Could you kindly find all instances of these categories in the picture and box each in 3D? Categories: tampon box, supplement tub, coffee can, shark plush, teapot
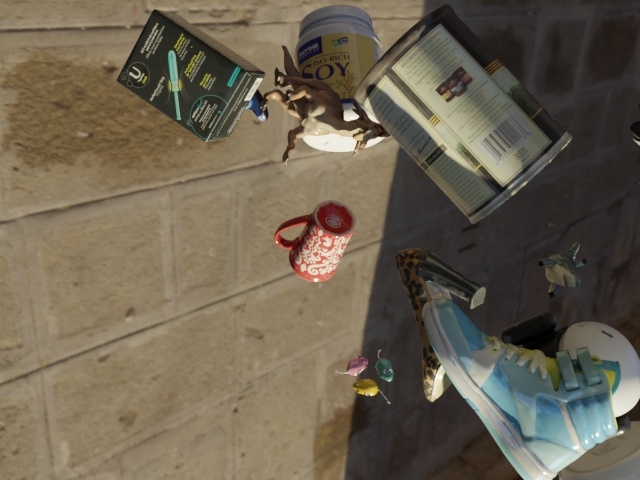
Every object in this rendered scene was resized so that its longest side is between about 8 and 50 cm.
[{"bbox_3d":[-0.187,-0.239,1.045,0.120,0.161,0.101,-56,177,15],"label":"tampon box"},{"bbox_3d":[0.054,-0.430,1.914,0.241,0.241,0.331,16,64,-51],"label":"supplement tub"},{"bbox_3d":[0.217,-0.192,1.107,0.201,0.275,0.201,-42,178,-2],"label":"coffee can"},{"bbox_3d":[0.451,0.051,1.292,0.161,0.067,0.073,-21,96,-56],"label":"shark plush"},{"bbox_3d":[0.643,0.515,1.500,0.252,0.256,0.187,-28,87,-14],"label":"teapot"}]

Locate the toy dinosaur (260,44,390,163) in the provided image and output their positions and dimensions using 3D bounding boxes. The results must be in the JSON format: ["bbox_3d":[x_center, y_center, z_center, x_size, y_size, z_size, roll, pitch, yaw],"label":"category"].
[{"bbox_3d":[0.007,-0.256,1.386,0.200,0.295,0.127,-6,139,-24],"label":"toy dinosaur"}]

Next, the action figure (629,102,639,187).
[{"bbox_3d":[0.820,-0.205,1.702,0.185,0.099,0.285,-54,131,-2],"label":"action figure"}]

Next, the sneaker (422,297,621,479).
[{"bbox_3d":[0.310,0.181,1.055,0.208,0.319,0.127,-36,180,18],"label":"sneaker"}]

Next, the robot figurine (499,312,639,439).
[{"bbox_3d":[0.421,0.248,1.254,0.209,0.278,0.173,25,49,-27],"label":"robot figurine"}]

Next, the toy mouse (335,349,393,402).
[{"bbox_3d":[0.121,0.311,1.745,0.143,0.161,0.031,-55,149,-40],"label":"toy mouse"}]

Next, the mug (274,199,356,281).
[{"bbox_3d":[-0.010,0.001,1.517,0.150,0.113,0.169,-4,150,-22],"label":"mug"}]

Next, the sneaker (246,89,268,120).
[{"bbox_3d":[-0.167,-0.314,1.543,0.144,0.059,0.053,52,17,-15],"label":"sneaker"}]

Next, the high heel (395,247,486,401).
[{"bbox_3d":[0.189,0.149,1.305,0.093,0.186,0.261,-11,123,-42],"label":"high heel"}]
